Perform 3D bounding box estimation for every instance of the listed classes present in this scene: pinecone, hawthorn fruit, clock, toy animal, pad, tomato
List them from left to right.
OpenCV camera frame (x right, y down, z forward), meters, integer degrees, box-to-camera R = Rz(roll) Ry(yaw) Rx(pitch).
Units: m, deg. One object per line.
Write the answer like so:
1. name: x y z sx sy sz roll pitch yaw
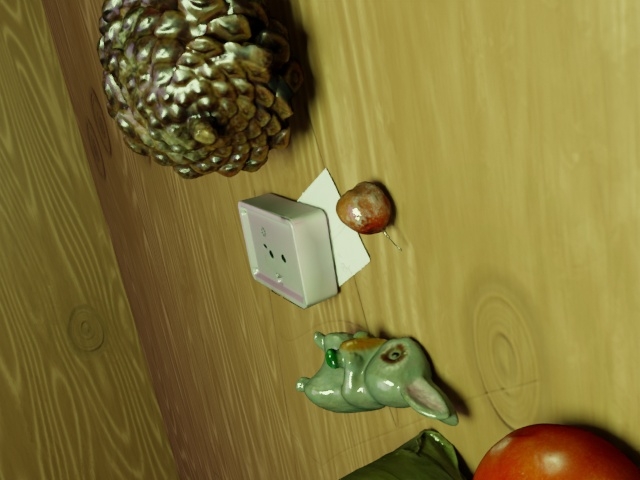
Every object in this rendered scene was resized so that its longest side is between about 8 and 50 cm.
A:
1. pinecone: -0.167 -0.236 0.906 0.298 0.242 0.295 -46 63 38
2. clock: -0.056 0.012 1.051 0.197 0.063 0.150 21 125 57
3. pad: 0.000 0.000 1.015 0.156 0.004 0.232 65 152 12
4. hawthorn fruit: 0.065 -0.025 0.816 0.103 0.067 0.066 56 150 22
5. toy animal: 0.090 0.187 0.882 0.251 0.127 0.125 -1 95 47
6. tomato: 0.237 0.268 0.611 0.195 0.136 0.195 40 142 41

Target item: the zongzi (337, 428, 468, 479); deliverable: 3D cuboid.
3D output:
1. zongzi: 0.123 0.425 0.739 0.360 0.323 0.159 46 136 33
